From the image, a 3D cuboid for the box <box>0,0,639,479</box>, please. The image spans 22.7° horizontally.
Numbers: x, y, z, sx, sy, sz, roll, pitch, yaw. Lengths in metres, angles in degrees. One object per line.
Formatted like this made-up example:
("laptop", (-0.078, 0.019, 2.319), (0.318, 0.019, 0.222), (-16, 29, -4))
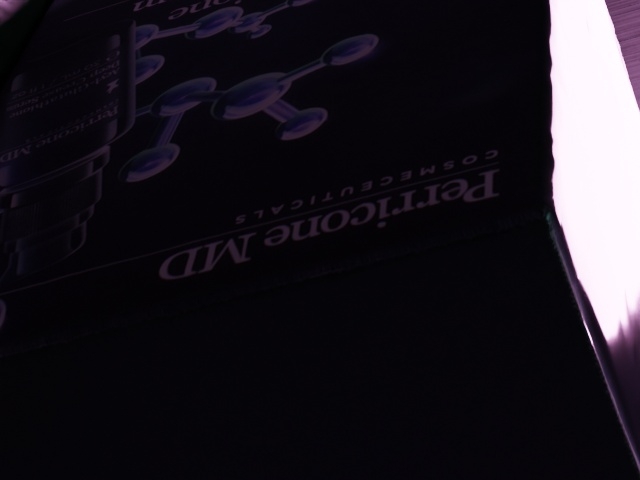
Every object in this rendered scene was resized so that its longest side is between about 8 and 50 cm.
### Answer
("box", (0.000, 0.000, 0.764), (0.395, 0.294, 0.212), (-79, 150, -55))
